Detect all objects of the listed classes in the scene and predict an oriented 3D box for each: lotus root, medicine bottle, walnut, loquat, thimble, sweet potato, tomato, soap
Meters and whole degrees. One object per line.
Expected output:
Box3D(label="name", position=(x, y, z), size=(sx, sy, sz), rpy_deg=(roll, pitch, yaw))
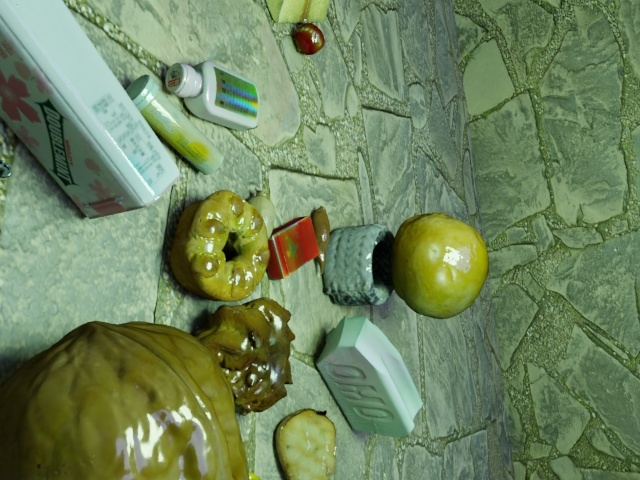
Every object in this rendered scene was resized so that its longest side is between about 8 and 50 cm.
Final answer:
Box3D(label="lotus root", position=(-0.141, -0.054, 1.141), size=(0.062, 0.072, 0.151), rpy_deg=(118, -23, -71))
Box3D(label="medicine bottle", position=(-0.224, -0.314, 1.058), size=(0.219, 0.077, 0.115), rpy_deg=(5, 82, -55))
Box3D(label="walnut", position=(-0.263, 0.303, 0.678), size=(0.354, 0.307, 0.398), rpy_deg=(-45, 121, -75))
Box3D(label="loquat", position=(0.314, 0.065, 1.367), size=(0.276, 0.275, 0.284), rpy_deg=(3, 108, -55))
Box3D(label="thimble", position=(0.120, 0.070, 1.424), size=(0.217, 0.157, 0.246), rpy_deg=(56, 43, -33))
Box3D(label="sweet potato", position=(0.000, 0.000, 1.356), size=(0.056, 0.056, 0.195), rpy_deg=(10, 80, -55))
Box3D(label="medicine bottle", position=(-0.282, -0.217, 0.967), size=(0.218, 0.073, 0.074), rpy_deg=(46, 49, -44))
Box3D(label="tomato", position=(-0.034, -0.559, 1.383), size=(0.075, 0.087, 0.087), rpy_deg=(-45, 125, -17))
Box3D(label="soap", position=(0.124, 0.366, 1.329), size=(0.115, 0.208, 0.347), rpy_deg=(-55, 128, -45))

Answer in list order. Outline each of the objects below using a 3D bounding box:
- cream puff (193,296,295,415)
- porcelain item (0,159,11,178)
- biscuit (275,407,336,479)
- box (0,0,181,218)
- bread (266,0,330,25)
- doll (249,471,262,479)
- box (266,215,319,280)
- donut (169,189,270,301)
Box3D(label="cream puff", position=(-0.156, 0.231, 1.004), size=(0.269, 0.154, 0.241), rpy_deg=(24, 70, -59))
Box3D(label="porcelain item", position=(-0.498, -0.100, 0.668), size=(0.136, 0.021, 0.075), rpy_deg=(35, 56, -48))
Box3D(label="biscuit", position=(-0.032, 0.516, 1.227), size=(0.260, 0.041, 0.203), rpy_deg=(50, 49, -38))
Box3D(label="box", position=(-0.381, -0.210, 0.716), size=(0.370, 0.190, 0.112), rpy_deg=(62, 39, -30))
Box3D(label="bread", position=(-0.053, -0.705, 1.367), size=(0.142, 0.178, 0.266), rpy_deg=(45, 37, 2))
Box3D(label="doll", position=(-0.164, 0.535, 1.017), size=(0.135, 0.071, 0.113), rpy_deg=(43, 68, -35))
Box3D(label="box", position=(-0.076, 0.016, 1.242), size=(0.175, 0.048, 0.113), rpy_deg=(-31, 112, -54))
Box3D(label="donut", position=(-0.198, 0.015, 1.005), size=(0.226, 0.113, 0.227), rpy_deg=(16, 70, -54))
